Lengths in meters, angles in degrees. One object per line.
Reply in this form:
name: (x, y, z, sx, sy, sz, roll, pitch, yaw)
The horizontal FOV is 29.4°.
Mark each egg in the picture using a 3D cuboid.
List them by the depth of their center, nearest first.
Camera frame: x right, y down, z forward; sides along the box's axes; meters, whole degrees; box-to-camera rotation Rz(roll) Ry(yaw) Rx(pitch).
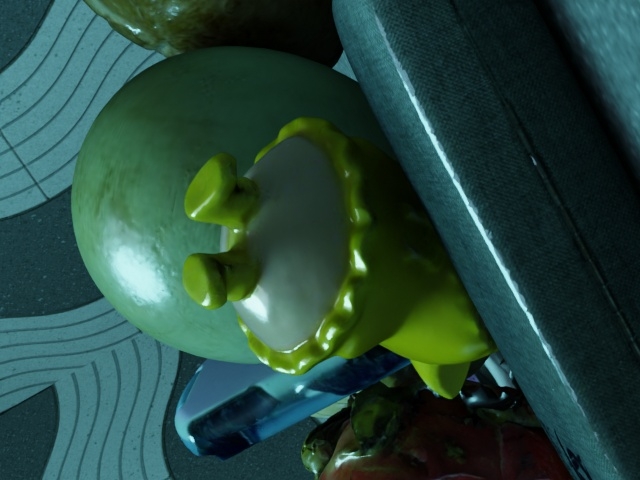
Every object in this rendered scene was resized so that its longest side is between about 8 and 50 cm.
egg: (-0.030, -0.022, 0.862, 0.218, 0.295, 0.218, -13, 75, 54)

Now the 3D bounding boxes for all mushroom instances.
mushroom: (-0.101, -0.209, 0.927, 0.278, 0.146, 0.278, 27, 180, 0)

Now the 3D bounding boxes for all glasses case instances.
glasses case: (0.108, 0.005, 0.583, 0.323, 0.074, 0.131, 61, 177, -6)

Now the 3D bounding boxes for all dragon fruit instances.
dragon fruit: (0.106, 0.222, 1.013, 0.291, 0.250, 0.269, -50, -64, -80)

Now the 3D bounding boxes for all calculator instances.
calculator: (0.003, 0.087, 1.015, 0.051, 0.293, 0.173, 56, -161, -13)

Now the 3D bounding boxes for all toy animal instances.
toy animal: (0.023, 0.008, 0.693, 0.230, 0.156, 0.156, 12, -147, -41)

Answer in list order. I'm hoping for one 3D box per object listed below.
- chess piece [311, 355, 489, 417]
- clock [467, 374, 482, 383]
chess piece: (0.063, 0.116, 1.237, 0.117, 0.117, 0.397, 61, 159, 0)
clock: (0.181, 0.250, 1.287, 0.248, 0.090, 0.227, 62, 175, 1)
